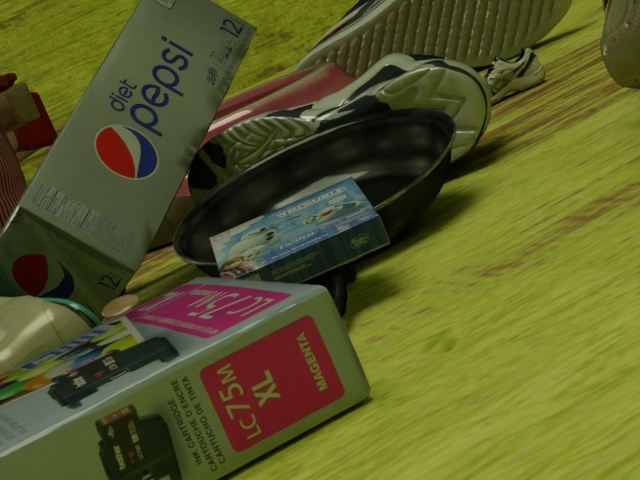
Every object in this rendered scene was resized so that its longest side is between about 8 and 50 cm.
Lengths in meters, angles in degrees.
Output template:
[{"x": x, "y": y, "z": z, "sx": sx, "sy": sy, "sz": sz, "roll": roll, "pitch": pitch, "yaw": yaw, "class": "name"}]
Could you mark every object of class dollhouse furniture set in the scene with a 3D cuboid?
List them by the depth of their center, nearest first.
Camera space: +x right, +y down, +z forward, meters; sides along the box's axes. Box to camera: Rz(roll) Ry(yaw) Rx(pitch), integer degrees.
[{"x": -0.318, "y": -0.061, "z": 1.694, "sx": 0.152, "sy": 0.201, "sz": 0.374, "roll": -22, "pitch": 3, "yaw": 13, "class": "dollhouse furniture set"}]

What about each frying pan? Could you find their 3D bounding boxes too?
[{"x": 0.024, "y": -0.015, "z": 0.994, "sx": 0.197, "sy": 0.053, "sz": 0.326, "roll": -30, "pitch": 21, "yaw": -14, "class": "frying pan"}]

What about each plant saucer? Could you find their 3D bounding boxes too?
[{"x": -0.086, "y": -0.085, "z": 1.564, "sx": 0.332, "sy": 0.084, "sz": 0.332, "roll": -23, "pitch": 10, "yaw": 4, "class": "plant saucer"}]

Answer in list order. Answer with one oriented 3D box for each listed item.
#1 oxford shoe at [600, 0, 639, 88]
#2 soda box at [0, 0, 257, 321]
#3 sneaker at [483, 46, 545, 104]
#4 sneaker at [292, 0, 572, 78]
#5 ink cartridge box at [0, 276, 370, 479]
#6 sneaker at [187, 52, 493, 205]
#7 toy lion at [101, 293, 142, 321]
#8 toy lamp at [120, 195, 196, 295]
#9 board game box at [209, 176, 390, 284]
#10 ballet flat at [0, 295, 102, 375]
[{"x": 0.266, "y": -0.198, "z": 1.168, "sx": 0.146, "sy": 0.140, "sz": 0.397, "roll": -28, "pitch": 5, "yaw": 21, "class": "oxford shoe"}, {"x": -0.141, "y": -0.066, "z": 1.179, "sx": 0.098, "sy": 0.091, "sz": 0.286, "roll": -51, "pitch": 12, "yaw": 44, "class": "soda box"}, {"x": 0.151, "y": -0.140, "z": 1.420, "sx": 0.083, "sy": 0.037, "sz": 0.032, "roll": -26, "pitch": 11, "yaw": -3, "class": "sneaker"}, {"x": 0.116, "y": -0.231, "z": 1.745, "sx": 0.321, "sy": 0.126, "sz": 0.127, "roll": -23, "pitch": 15, "yaw": 16, "class": "sneaker"}, {"x": -0.149, "y": 0.106, "z": 0.724, "sx": 0.311, "sy": 0.065, "sz": 0.186, "roll": -29, "pitch": 10, "yaw": -19, "class": "ink cartridge box"}, {"x": 0.026, "y": -0.077, "z": 1.225, "sx": 0.235, "sy": 0.094, "sz": 0.153, "roll": -26, "pitch": 2, "yaw": 22, "class": "sneaker"}, {"x": -0.101, "y": 0.066, "z": 0.896, "sx": 0.100, "sy": 0.034, "sz": 0.096, "roll": -7, "pitch": 29, "yaw": 29, "class": "toy lion"}, {"x": -0.103, "y": -0.024, "z": 1.278, "sx": 0.274, "sy": 0.080, "sz": 0.080, "roll": -26, "pitch": 9, "yaw": -13, "class": "toy lamp"}, {"x": -0.013, "y": 0.000, "z": 0.896, "sx": 0.090, "sy": 0.020, "sz": 0.090, "roll": -24, "pitch": 17, "yaw": -2, "class": "board game box"}, {"x": -0.210, "y": 0.072, "z": 1.030, "sx": 0.086, "sy": 0.086, "sz": 0.248, "roll": -28, "pitch": 11, "yaw": -25, "class": "ballet flat"}]
